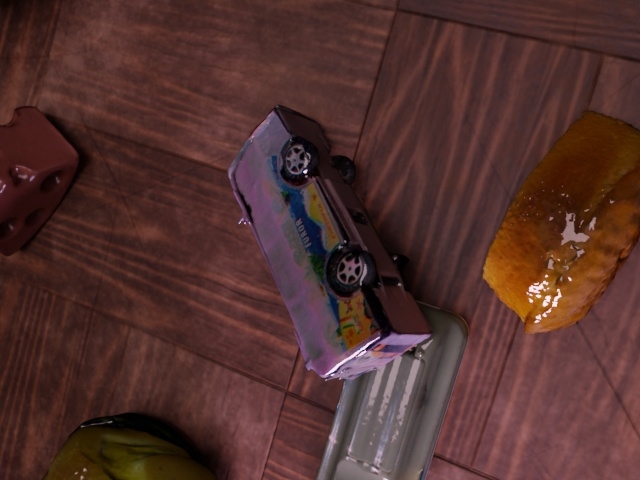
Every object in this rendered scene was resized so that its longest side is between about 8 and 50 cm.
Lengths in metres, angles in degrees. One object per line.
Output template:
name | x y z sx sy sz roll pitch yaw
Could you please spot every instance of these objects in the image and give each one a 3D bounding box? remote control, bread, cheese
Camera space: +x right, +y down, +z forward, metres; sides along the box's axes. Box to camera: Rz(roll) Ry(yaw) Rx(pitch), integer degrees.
remote control | 0.073 0.234 0.921 0.127 0.065 0.336 17 97 18
bread | 0.263 -0.016 0.807 0.129 0.134 0.260 33 102 19
bread | -0.289 0.413 1.001 0.251 0.208 0.377 35 99 12
cheese | -0.441 -0.104 1.076 0.177 0.203 0.128 -42 73 -13

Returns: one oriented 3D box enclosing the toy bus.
toy bus | 0.000 0.000 0.897 0.138 0.112 0.317 -39 61 24
